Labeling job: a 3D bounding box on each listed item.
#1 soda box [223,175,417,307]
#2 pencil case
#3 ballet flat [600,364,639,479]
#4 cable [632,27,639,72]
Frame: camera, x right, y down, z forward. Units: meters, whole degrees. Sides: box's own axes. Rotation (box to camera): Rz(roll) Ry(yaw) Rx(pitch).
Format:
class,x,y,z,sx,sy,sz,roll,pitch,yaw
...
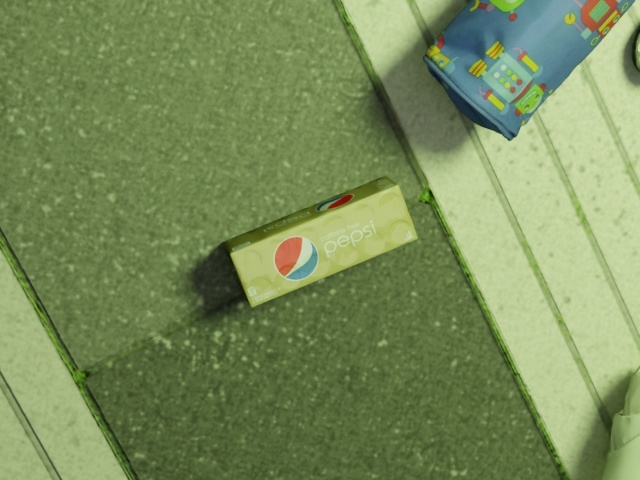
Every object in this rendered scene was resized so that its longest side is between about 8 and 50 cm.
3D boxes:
class,x,y,z,sx,sy,sz,roll,pitch,yaw
soda box,0.000,0.000,1.758,0.181,0.058,0.061,-22,104,-5
pencil case,0.229,-0.246,1.717,0.306,0.133,0.119,-50,141,3
ballet flat,0.405,0.143,1.838,0.400,0.139,0.139,-40,105,-5
cable,0.418,-0.282,1.768,0.287,0.072,0.139,-38,100,-1
